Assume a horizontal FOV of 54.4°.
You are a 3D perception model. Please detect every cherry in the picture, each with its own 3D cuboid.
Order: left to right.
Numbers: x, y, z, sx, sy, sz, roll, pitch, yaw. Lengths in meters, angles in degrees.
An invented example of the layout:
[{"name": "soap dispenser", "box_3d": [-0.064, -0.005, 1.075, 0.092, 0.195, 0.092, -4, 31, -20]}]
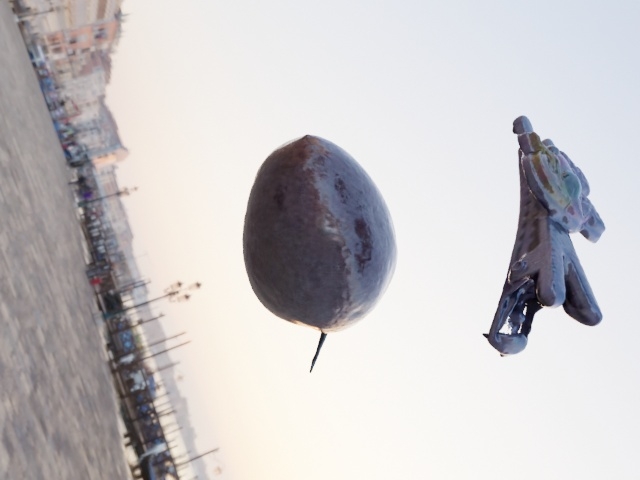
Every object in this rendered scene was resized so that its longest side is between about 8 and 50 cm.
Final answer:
[{"name": "cherry", "box_3d": [0.000, 0.000, 0.745, 0.213, 0.183, 0.266, -90, 175, -66]}]

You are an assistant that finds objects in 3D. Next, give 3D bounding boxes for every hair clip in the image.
[{"name": "hair clip", "box_3d": [0.236, -0.015, 0.634, 0.090, 0.137, 0.278, -26, -140, 51]}]
